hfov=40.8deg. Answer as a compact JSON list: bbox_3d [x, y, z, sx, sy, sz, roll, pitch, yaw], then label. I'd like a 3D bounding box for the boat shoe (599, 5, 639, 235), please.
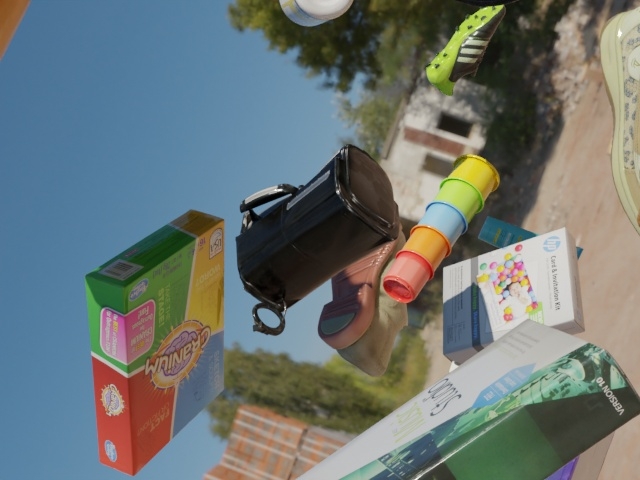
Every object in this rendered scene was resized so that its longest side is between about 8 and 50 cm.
[{"bbox_3d":[0.372,-0.117,0.919,0.089,0.105,0.285,-18,85,64],"label":"boat shoe"}]

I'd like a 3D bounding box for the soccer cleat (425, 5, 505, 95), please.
[{"bbox_3d":[0.250,-0.322,1.446,0.179,0.072,0.060,-48,33,-3],"label":"soccer cleat"}]

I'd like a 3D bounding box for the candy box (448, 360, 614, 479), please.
[{"bbox_3d":[0.215,0.247,0.997,0.070,0.196,0.164,40,-109,-43],"label":"candy box"}]

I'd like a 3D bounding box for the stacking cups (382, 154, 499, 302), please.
[{"bbox_3d":[0.218,-0.017,1.532,0.316,0.096,0.096,-56,-14,-32],"label":"stacking cups"}]

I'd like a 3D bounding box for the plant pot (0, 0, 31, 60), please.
[{"bbox_3d":[-0.394,-0.218,0.851,0.205,0.205,0.188,97,-161,-60],"label":"plant pot"}]

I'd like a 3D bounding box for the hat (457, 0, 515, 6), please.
[{"bbox_3d":[0.151,-0.436,1.030,0.134,0.331,0.331,-28,-35,-39],"label":"hat"}]

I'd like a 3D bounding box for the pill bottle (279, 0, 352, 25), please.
[{"bbox_3d":[-0.012,-0.410,1.423,0.184,0.103,0.103,-145,73,-74],"label":"pill bottle"}]

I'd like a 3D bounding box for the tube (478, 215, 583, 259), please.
[{"bbox_3d":[0.436,0.012,1.802,0.052,0.207,0.080,-45,-25,-59],"label":"tube"}]

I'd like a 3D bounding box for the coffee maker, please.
[{"bbox_3d":[0.000,0.000,0.992,0.178,0.120,0.171,-35,57,32],"label":"coffee maker"}]

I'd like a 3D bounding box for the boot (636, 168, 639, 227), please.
[{"bbox_3d":[0.387,-0.035,0.621,0.211,0.295,0.104,54,-130,-62],"label":"boot"}]

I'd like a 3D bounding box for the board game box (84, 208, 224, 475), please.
[{"bbox_3d":[-0.230,0.144,1.255,0.242,0.064,0.316,-41,-39,-53],"label":"board game box"}]

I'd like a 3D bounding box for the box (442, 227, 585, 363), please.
[{"bbox_3d":[0.252,0.076,1.147,0.038,0.186,0.145,42,-139,-38],"label":"box"}]

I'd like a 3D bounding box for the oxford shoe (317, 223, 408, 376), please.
[{"bbox_3d":[0.106,0.109,1.703,0.141,0.146,0.397,-25,24,35],"label":"oxford shoe"}]

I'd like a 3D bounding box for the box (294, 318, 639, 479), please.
[{"bbox_3d":[0.070,0.180,0.671,0.322,0.058,0.232,-36,-2,1],"label":"box"}]
